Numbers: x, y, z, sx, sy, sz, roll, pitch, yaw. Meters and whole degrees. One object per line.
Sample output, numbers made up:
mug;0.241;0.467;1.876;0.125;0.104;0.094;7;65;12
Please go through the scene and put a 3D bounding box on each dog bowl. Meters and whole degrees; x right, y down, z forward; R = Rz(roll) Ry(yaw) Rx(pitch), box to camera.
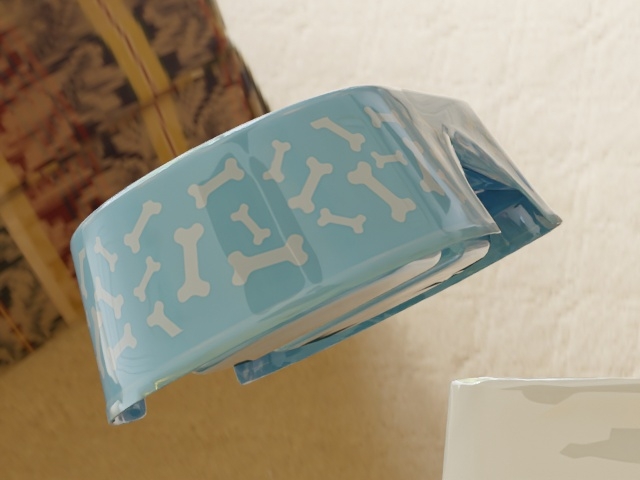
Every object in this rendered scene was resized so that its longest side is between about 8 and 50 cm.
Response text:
dog bowl;0.000;0.000;0.742;0.166;0.297;0.074;-28;83;17

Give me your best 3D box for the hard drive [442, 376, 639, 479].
hard drive;0.130;0.212;0.448;0.233;0.047;0.353;-2;74;29
